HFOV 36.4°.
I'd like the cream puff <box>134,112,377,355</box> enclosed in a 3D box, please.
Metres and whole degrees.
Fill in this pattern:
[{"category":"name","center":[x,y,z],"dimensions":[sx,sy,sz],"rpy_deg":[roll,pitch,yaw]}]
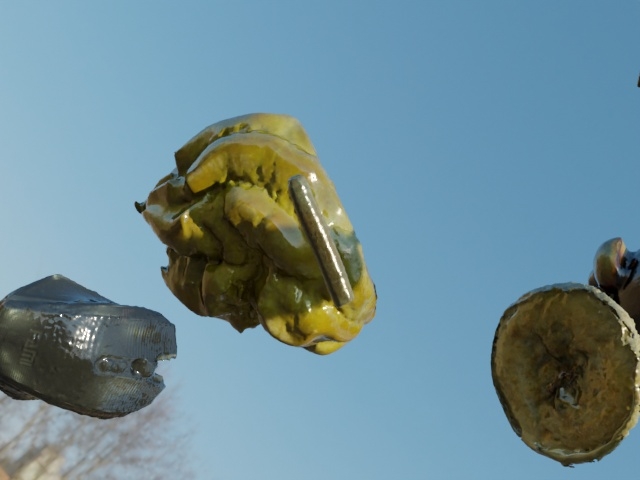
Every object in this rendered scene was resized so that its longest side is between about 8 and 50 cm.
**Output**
[{"category":"cream puff","center":[-0.085,0.010,1.250],"dimensions":[0.291,0.257,0.324],"rpy_deg":[-108,177,-62]}]

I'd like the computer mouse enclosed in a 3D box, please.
[{"category":"computer mouse","center":[-0.137,0.069,0.582],"dimensions":[0.135,0.079,0.047],"rpy_deg":[21,1,-42]}]

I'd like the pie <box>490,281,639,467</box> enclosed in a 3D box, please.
[{"category":"pie","center":[0.345,0.183,1.379],"dimensions":[0.274,0.055,0.274],"rpy_deg":[-5,-96,55]}]

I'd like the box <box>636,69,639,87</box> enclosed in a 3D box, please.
[{"category":"box","center":[0.575,-0.405,1.529],"dimensions":[0.047,0.324,0.180],"rpy_deg":[18,-34,21]}]

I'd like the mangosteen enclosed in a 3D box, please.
[{"category":"mangosteen","center":[0.635,0.143,1.862],"dimensions":[0.347,0.307,0.307],"rpy_deg":[16,-37,18]}]

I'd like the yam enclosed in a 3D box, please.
[{"category":"yam","center":[0.000,0.000,0.806],"dimensions":[0.021,0.021,0.116],"rpy_deg":[-7,-73,60]}]
